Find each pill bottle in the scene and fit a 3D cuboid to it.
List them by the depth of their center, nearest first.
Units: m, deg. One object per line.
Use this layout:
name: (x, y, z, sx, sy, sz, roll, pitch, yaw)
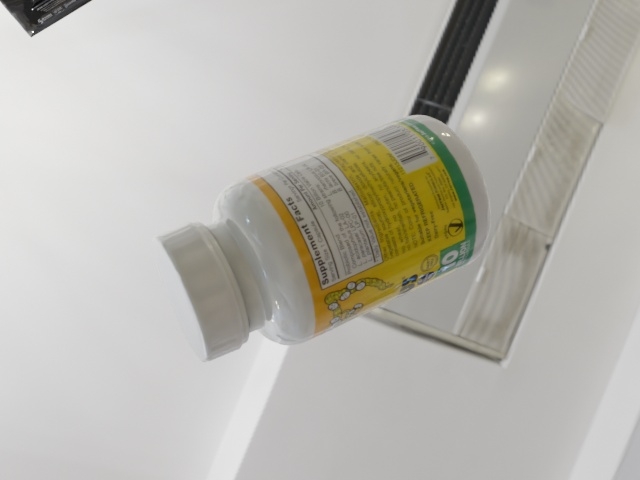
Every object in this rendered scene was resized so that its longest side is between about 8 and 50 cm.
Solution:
pill bottle: (0.000, 0.000, 0.496, 0.208, 0.117, 0.118, -23, -70, -20)

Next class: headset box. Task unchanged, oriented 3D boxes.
headset box: (-0.131, -0.148, 0.393, 0.032, 0.062, 0.083, 54, -149, -31)
